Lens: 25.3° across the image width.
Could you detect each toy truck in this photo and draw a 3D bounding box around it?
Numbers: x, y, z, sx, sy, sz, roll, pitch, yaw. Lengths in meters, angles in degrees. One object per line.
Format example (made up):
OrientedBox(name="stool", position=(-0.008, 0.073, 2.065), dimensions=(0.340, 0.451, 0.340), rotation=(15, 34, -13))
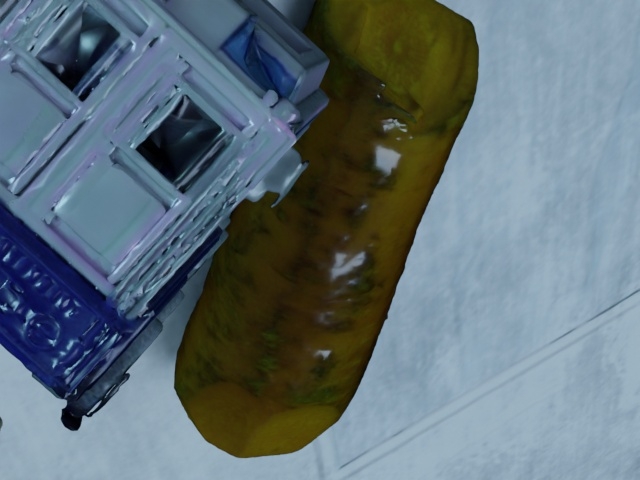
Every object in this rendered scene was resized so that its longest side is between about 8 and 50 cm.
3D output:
OrientedBox(name="toy truck", position=(-0.071, -0.044, 0.584), dimensions=(0.155, 0.124, 0.268), rotation=(-46, -176, 11))

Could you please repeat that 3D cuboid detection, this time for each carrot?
OrientedBox(name="carrot", position=(0.000, 0.000, 0.817), dimensions=(0.114, 0.114, 0.302), rotation=(-7, 134, -37))

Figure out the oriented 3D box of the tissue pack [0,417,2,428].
OrientedBox(name="tissue pack", position=(-0.273, 0.025, 0.586), dimensions=(0.215, 0.123, 0.257), rotation=(-27, 135, -14))
